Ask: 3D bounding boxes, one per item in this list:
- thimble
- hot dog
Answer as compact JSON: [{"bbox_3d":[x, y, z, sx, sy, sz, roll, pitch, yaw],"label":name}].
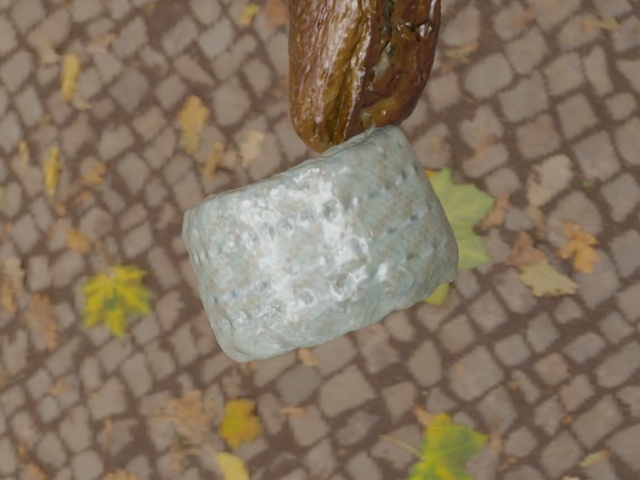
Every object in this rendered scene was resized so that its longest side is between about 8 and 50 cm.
[{"bbox_3d":[0.000,0.000,1.608,0.291,0.291,0.195,-18,96,29],"label":"thimble"},{"bbox_3d":[0.050,-0.304,1.966,0.174,0.267,0.388,4,98,31],"label":"hot dog"}]
